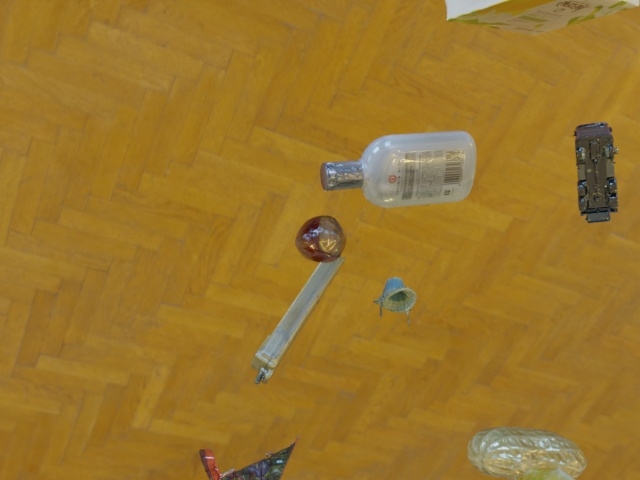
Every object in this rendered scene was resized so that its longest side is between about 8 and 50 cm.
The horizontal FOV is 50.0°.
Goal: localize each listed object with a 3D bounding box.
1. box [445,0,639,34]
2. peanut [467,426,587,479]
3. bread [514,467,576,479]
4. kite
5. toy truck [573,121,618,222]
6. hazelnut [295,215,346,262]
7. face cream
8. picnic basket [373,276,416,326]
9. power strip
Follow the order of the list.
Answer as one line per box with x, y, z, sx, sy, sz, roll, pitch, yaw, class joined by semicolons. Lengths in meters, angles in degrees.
0.343;-0.403;1.066;0.261;0.195;0.110;-6;92;-41;box
0.341;0.352;1.131;0.194;0.083;0.093;2;161;7;peanut
0.282;0.390;0.840;0.171;0.197;0.197;-25;126;-31;bread
-0.115;0.316;0.854;0.232;0.189;0.009;-19;119;-19;kite
0.521;-0.124;1.293;0.074;0.088;0.201;-5;125;21;toy truck
0.000;0.000;1.076;0.087;0.086;0.086;-4;120;-8;hazelnut
0.145;-0.127;1.272;0.292;0.071;0.143;-7;116;-15;face cream
0.134;0.109;1.219;0.065;0.083;0.083;28;138;-28;picnic basket
-0.040;0.128;1.207;0.044;0.305;0.064;31;146;4;power strip
